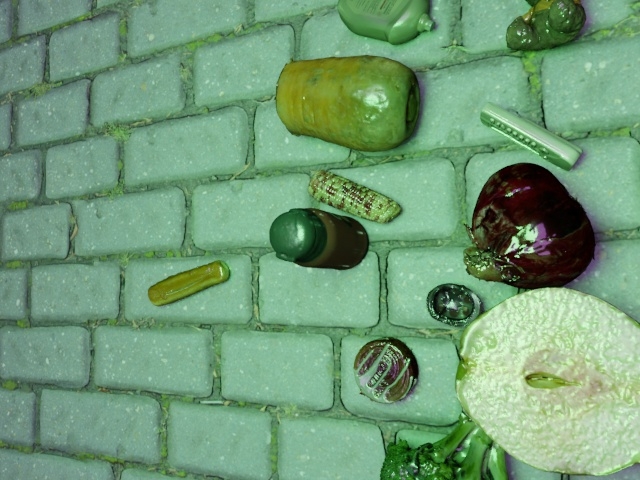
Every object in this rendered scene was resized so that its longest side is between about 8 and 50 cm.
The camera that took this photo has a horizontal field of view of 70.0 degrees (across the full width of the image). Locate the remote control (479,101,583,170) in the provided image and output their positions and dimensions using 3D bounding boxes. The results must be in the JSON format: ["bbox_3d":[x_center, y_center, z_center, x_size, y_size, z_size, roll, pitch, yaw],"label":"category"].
[{"bbox_3d":[0.464,-0.236,1.017,0.230,0.090,0.049,37,100,19],"label":"remote control"}]

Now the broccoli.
[{"bbox_3d":[0.282,0.513,0.967,0.321,0.304,0.283,35,75,-2],"label":"broccoli"}]

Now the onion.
[{"bbox_3d":[0.430,-0.032,0.951,0.280,0.221,0.281,-1,80,6],"label":"onion"}]

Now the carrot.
[{"bbox_3d":[0.065,-0.339,1.125,0.340,0.224,0.224,13,92,25],"label":"carrot"}]

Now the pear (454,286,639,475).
[{"bbox_3d":[0.480,0.271,0.921,0.386,0.191,0.341,6,83,24],"label":"pear"}]

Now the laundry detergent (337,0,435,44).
[{"bbox_3d":[0.179,-0.592,1.164,0.253,0.091,0.181,34,94,22],"label":"laundry detergent"}]

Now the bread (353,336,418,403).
[{"bbox_3d":[0.159,0.319,1.120,0.160,0.073,0.161,-1,86,23],"label":"bread"}]

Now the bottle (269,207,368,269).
[{"bbox_3d":[0.000,0.000,1.067,0.143,0.336,0.144,-1,87,22],"label":"bottle"}]

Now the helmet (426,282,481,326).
[{"bbox_3d":[0.311,0.146,1.068,0.123,0.070,0.098,12,97,17],"label":"helmet"}]

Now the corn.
[{"bbox_3d":[0.084,-0.108,1.176,0.253,0.086,0.086,25,96,20],"label":"corn"}]

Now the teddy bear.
[{"bbox_3d":[0.503,-0.520,1.002,0.140,0.177,0.190,-2,85,-22],"label":"teddy bear"}]

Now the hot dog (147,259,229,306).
[{"bbox_3d":[-0.396,0.130,1.378,0.285,0.061,0.088,-16,84,20],"label":"hot dog"}]
